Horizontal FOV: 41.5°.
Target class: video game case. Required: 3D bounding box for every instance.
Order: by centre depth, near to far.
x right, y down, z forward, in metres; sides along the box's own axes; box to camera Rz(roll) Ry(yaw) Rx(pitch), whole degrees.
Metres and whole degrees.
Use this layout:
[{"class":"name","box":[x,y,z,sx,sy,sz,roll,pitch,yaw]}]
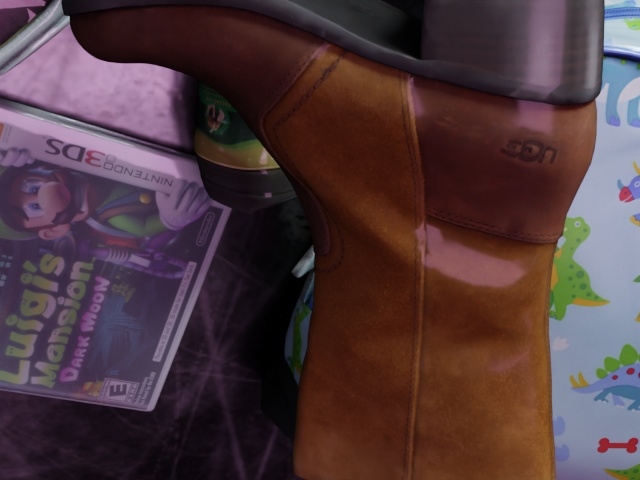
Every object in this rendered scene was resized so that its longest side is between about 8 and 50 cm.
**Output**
[{"class":"video game case","box":[-0.162,0.018,0.552,0.173,0.022,0.190,15,108,-27]}]

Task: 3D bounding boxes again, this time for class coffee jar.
[{"class":"coffee jar","box":[-0.030,-0.112,0.501,0.096,0.079,0.184,-25,125,-38]}]

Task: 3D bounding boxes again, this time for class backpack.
[{"class":"backpack","box":[0.141,0.007,0.548,0.290,0.273,0.355,21,93,-2]}]

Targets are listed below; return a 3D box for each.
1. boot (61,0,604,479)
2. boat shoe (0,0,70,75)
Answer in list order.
[{"class":"boot","box":[0.000,0.000,0.436,0.264,0.096,0.280,6,118,12]},{"class":"boat shoe","box":[-0.184,-0.133,0.422,0.320,0.103,0.118,-40,122,0]}]
